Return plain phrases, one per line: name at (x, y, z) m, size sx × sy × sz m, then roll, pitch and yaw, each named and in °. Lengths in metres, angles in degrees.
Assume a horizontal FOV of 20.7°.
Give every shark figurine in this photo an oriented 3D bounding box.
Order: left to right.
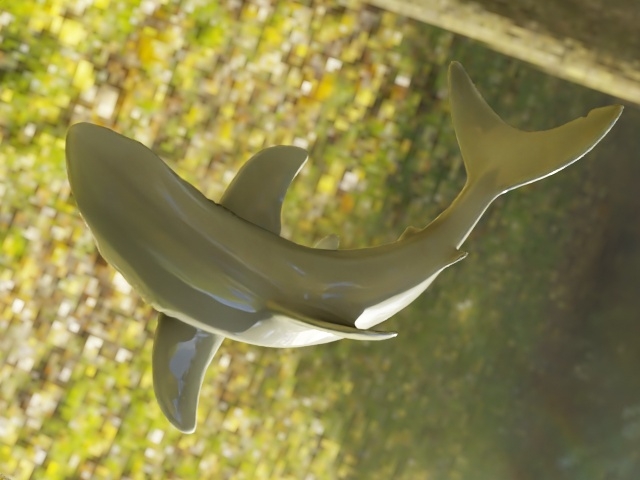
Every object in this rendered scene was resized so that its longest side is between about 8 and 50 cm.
shark figurine at (0.020, 0.013, 0.839) m, size 0.278 × 0.116 × 0.166 m, roll -11°, pitch 108°, yaw -32°

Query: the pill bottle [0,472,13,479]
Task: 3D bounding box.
pill bottle at (-0.153, 0.204, 0.761) m, size 0.188 × 0.334 × 0.188 m, roll -43°, pitch -155°, yaw 26°
